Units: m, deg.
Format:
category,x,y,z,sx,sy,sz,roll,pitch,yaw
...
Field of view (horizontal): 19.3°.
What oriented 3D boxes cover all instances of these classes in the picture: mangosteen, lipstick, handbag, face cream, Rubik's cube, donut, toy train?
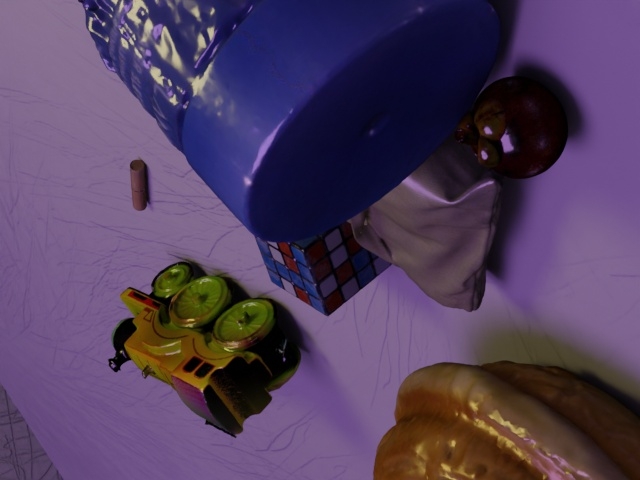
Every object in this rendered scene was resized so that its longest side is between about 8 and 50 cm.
category,x,y,z,sx,sy,sz,roll,pitch,yaw
mangosteen,0.149,-0.083,1.440,0.081,0.081,0.081,42,157,23
lipstick,-0.221,-0.067,2.285,0.019,0.019,0.094,44,158,19
handbag,0.029,-0.081,1.644,0.316,0.109,0.253,37,159,19
face cream,-0.025,-0.159,1.424,0.225,0.249,0.249,49,159,23
Rubik's cube,0.000,0.000,1.848,0.092,0.092,0.092,30,150,42
donut,0.220,0.301,1.747,0.449,0.198,0.449,45,159,23
toy train,-0.148,0.124,2.256,0.296,0.160,0.100,21,150,52
